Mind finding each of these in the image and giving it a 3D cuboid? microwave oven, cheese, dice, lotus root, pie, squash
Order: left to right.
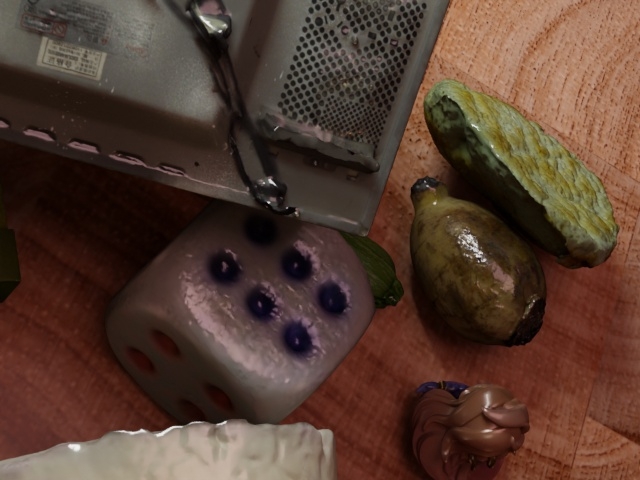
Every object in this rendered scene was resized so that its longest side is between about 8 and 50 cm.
[{"bbox_3d":[-0.154,-0.198,1.122,0.432,0.374,0.236,14,103,-19],"label":"microwave oven"},{"bbox_3d":[-0.144,0.256,1.094,0.332,0.292,0.153,-1,72,-15],"label":"cheese"},{"bbox_3d":[-0.079,0.069,1.246,0.193,0.192,0.194,46,59,-3],"label":"dice"},{"bbox_3d":[0.000,0.000,1.381,0.219,0.077,0.068,37,67,-13],"label":"squash"},{"bbox_3d":[0.167,0.024,1.429,0.138,0.138,0.214,-22,71,-31],"label":"lotus root"},{"bbox_3d":[0.223,-0.076,1.440,0.274,0.257,0.105,43,103,-6],"label":"pie"}]

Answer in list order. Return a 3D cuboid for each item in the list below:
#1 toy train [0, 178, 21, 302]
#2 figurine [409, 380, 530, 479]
[{"bbox_3d":[-0.336,-0.039,1.187,0.090,0.137,0.225,-5,75,-29],"label":"toy train"},{"bbox_3d":[0.152,0.201,1.349,0.114,0.157,0.126,-27,90,-11],"label":"figurine"}]
